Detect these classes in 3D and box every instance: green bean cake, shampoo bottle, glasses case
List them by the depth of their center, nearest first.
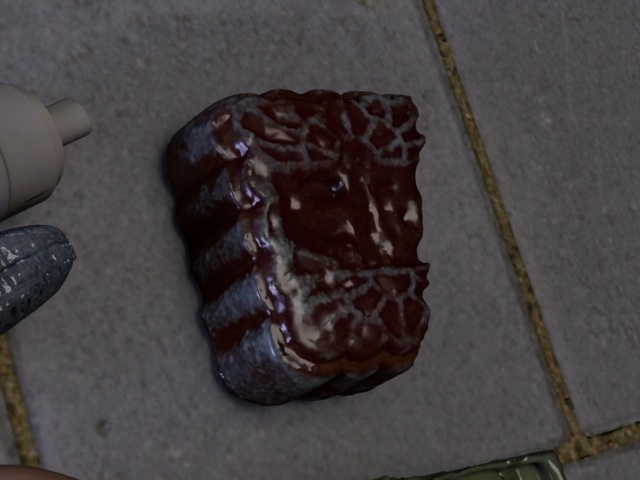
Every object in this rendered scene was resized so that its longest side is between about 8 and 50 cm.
[{"bbox_3d":[-0.263,0.063,0.894,0.282,0.109,0.067,-33,90,-42],"label":"glasses case"},{"bbox_3d":[-0.265,-0.029,0.947,0.303,0.092,0.092,-31,91,-41],"label":"shampoo bottle"},{"bbox_3d":[0.000,0.000,1.130,0.198,0.097,0.232,0,70,-38],"label":"green bean cake"}]

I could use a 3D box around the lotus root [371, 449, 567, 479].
[{"bbox_3d":[0.073,0.220,1.064,0.235,0.138,0.119,-4,78,-39],"label":"lotus root"}]

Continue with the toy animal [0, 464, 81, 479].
[{"bbox_3d":[-0.150,0.281,0.821,0.326,0.237,0.269,50,57,-12],"label":"toy animal"}]
